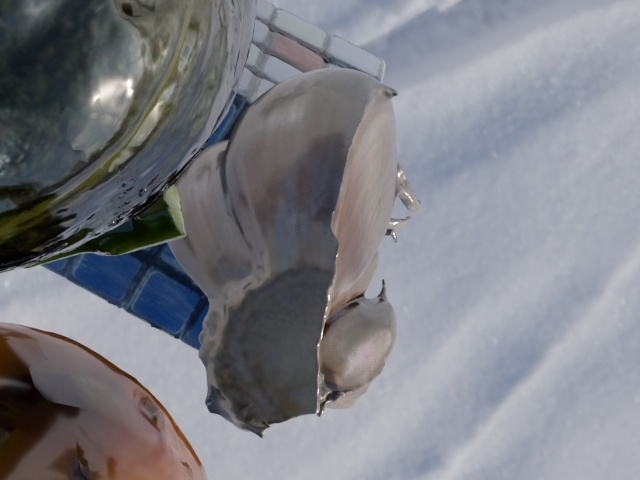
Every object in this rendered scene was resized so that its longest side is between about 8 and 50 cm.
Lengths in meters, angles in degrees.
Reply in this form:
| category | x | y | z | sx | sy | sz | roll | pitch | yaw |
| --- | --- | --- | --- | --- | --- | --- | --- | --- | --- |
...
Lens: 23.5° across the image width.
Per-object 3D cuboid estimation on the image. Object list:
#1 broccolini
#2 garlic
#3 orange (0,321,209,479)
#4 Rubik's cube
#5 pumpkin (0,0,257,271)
| category | x | y | z | sx | sy | sz | roll | pitch | yaw |
| --- | --- | --- | --- | --- | --- | --- | --- | --- | --- |
| broccolini | -0.155 | -0.005 | 0.687 | 0.216 | 0.058 | 0.067 | -15 | 147 | 25 |
| garlic | 0.000 | 0.000 | 1.163 | 0.210 | 0.292 | 0.237 | -29 | 111 | 31 |
| orange | -0.161 | 0.158 | 0.690 | 0.246 | 0.246 | 0.246 | -9 | 130 | -11 |
| Rubik's cube | -0.108 | -0.081 | 1.457 | 0.259 | 0.253 | 0.256 | 27 | 117 | -9 |
| pumpkin | -0.142 | -0.146 | 0.552 | 0.192 | 0.320 | 0.320 | -20 | 132 | 13 |
